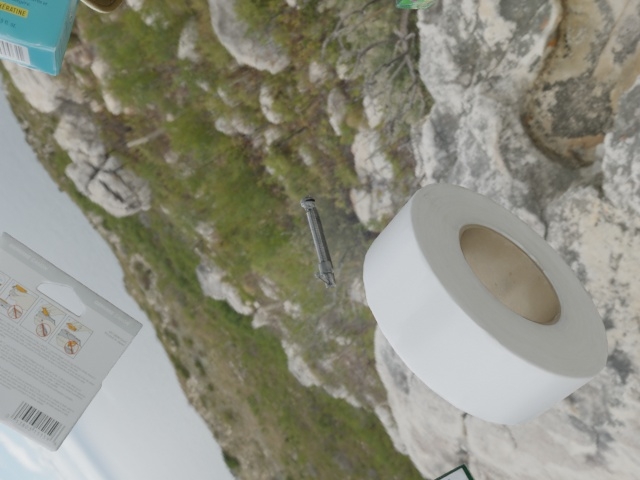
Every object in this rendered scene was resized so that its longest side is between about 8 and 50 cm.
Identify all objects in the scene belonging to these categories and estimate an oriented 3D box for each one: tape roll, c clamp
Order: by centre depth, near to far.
[{"bbox_3d":[0.193,0.066,0.734,0.286,0.286,0.100,46,124,12],"label":"tape roll"},{"bbox_3d":[0.000,0.000,0.882,0.137,0.022,0.161,59,-165,-63],"label":"c clamp"}]

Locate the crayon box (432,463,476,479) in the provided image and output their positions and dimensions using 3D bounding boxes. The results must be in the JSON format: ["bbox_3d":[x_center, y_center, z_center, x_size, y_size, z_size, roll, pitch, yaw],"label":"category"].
[{"bbox_3d":[0.083,0.463,0.844,0.106,0.363,0.313,62,-178,36],"label":"crayon box"}]

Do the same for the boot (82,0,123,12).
[{"bbox_3d":[-0.355,-0.368,0.796,0.213,0.077,0.165,43,160,-26],"label":"boot"}]

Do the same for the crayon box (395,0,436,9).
[{"bbox_3d":[0.232,-0.678,1.401,0.165,0.081,0.278,-112,25,-78],"label":"crayon box"}]

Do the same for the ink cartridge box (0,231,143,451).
[{"bbox_3d":[-0.469,0.161,0.997,0.275,0.239,0.060,39,157,-17],"label":"ink cartridge box"}]

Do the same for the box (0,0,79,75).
[{"bbox_3d":[-0.247,-0.277,0.537,0.100,0.244,0.060,13,168,-20],"label":"box"}]
